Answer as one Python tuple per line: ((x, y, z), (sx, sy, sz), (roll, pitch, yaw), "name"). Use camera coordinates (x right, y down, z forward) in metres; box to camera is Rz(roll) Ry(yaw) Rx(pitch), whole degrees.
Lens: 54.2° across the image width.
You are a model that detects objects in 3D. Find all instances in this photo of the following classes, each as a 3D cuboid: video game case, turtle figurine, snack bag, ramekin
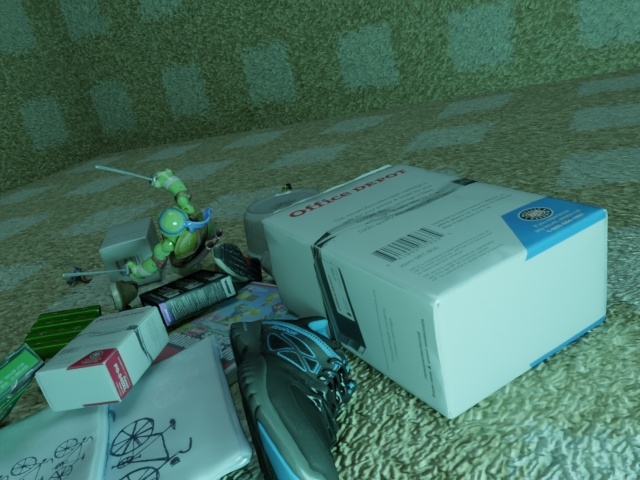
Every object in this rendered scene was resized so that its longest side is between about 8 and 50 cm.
((-0.139, 0.146, 0.996), (0.204, 0.025, 0.285), (4, 25, 42), "video game case")
((-0.313, -0.026, 1.200), (0.274, 0.198, 0.266), (-12, -15, 3), "turtle figurine")
((-0.256, 0.241, 0.738), (0.342, 0.037, 0.323), (-24, 19, -9), "snack bag")
((-0.065, -0.035, 1.330), (0.207, 0.109, 0.207), (-12, 19, 4), "ramekin")

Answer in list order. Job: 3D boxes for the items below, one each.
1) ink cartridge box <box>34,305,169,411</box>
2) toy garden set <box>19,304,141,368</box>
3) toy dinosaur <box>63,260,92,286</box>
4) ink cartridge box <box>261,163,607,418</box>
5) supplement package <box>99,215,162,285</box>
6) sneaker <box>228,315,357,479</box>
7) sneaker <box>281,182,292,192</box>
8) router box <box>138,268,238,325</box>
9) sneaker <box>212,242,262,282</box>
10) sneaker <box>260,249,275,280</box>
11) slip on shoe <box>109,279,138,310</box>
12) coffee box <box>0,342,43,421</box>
((-0.291, 0.158, 0.854), (0.109, 0.063, 0.150), (-12, 18, 17), "ink cartridge box")
((-0.392, 0.162, 1.083), (0.203, 0.049, 0.244), (-8, 9, -15), "toy garden set")
((-0.572, 0.084, 1.477), (0.090, 0.047, 0.082), (21, 12, -1), "toy dinosaur")
((0.140, 0.033, 0.875), (0.285, 0.166, 0.395), (-23, 26, -26), "ink cartridge box")
((-0.417, 0.027, 1.398), (0.105, 0.105, 0.179), (-17, 20, -6), "supplement package")
((-0.021, 0.166, 0.711), (0.139, 0.125, 0.341), (-12, 21, -9), "sneaker")
((-0.100, -0.135, 1.745), (0.031, 0.035, 0.083), (-8, 20, 18), "sneaker")
((-0.241, 0.098, 1.124), (0.133, 0.046, 0.179), (-23, 10, -24), "router box")
((-0.172, 0.050, 1.162), (0.075, 0.057, 0.161), (-13, -18, 18), "sneaker")
((0.000, 0.000, 1.199), (0.262, 0.099, 0.121), (-22, 22, -27), "sneaker")
((-0.360, 0.097, 1.153), (0.041, 0.051, 0.135), (-13, 2, -12), "slip on shoe")
((-0.441, 0.219, 0.819), (0.184, 0.040, 0.113), (-44, 3, 36), "coffee box")
